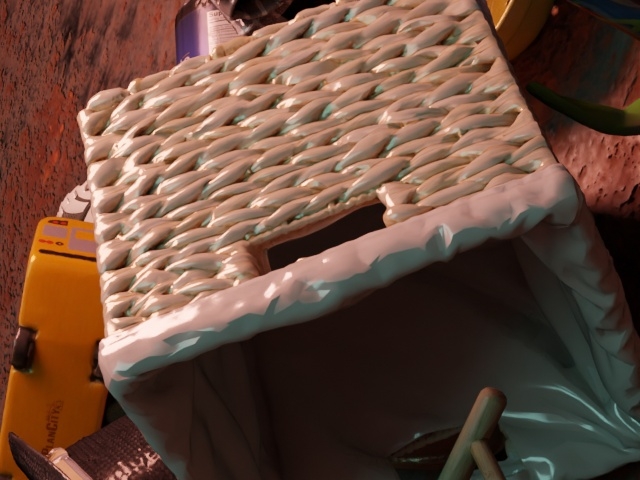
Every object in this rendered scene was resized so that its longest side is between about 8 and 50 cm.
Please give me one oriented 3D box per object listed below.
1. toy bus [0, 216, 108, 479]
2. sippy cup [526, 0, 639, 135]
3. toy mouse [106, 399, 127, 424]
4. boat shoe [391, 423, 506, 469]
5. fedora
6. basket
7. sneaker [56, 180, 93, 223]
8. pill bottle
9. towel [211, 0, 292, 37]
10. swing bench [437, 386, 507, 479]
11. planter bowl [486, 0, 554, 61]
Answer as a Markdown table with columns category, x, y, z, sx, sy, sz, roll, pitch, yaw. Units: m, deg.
| category | x | y | z | sx | sy | sz | roll | pitch | yaw |
| --- | --- | --- | --- | --- | --- | --- | --- | --- | --- |
| toy bus | -0.280 | 0.153 | 1.904 | 0.130 | 0.108 | 0.332 | -98 | 19 | -65 |
| sippy cup | 0.241 | -0.242 | 1.244 | 0.240 | 0.224 | 0.305 | -19 | 64 | 50 |
| toy mouse | -0.208 | 0.216 | 1.905 | 0.143 | 0.031 | 0.161 | 1 | 82 | 55 |
| boat shoe | 0.006 | 0.147 | 1.494 | 0.341 | 0.110 | 0.121 | -2 | 106 | 40 |
| fedora | -0.145 | 0.250 | 1.670 | 0.152 | 0.334 | 0.334 | -43 | 35 | -12 |
| basket | 0.037 | 0.031 | 1.281 | 0.328 | 0.331 | 0.266 | -21 | 48 | 7 |
| sneaker | -0.222 | -0.023 | 1.956 | 0.234 | 0.078 | 0.106 | -37 | 50 | 41 |
| pill bottle | -0.082 | -0.176 | 1.766 | 0.123 | 0.123 | 0.219 | -31 | 56 | 46 |
| towel | -0.050 | -0.346 | 1.703 | 0.235 | 0.121 | 0.283 | -31 | 50 | 1 |
| swing bench | 0.162 | 0.252 | 1.181 | 0.254 | 0.253 | 0.165 | -55 | 41 | 31 |
| planter bowl | 0.133 | -0.212 | 1.496 | 0.217 | 0.090 | 0.217 | -29 | 52 | 44 |
